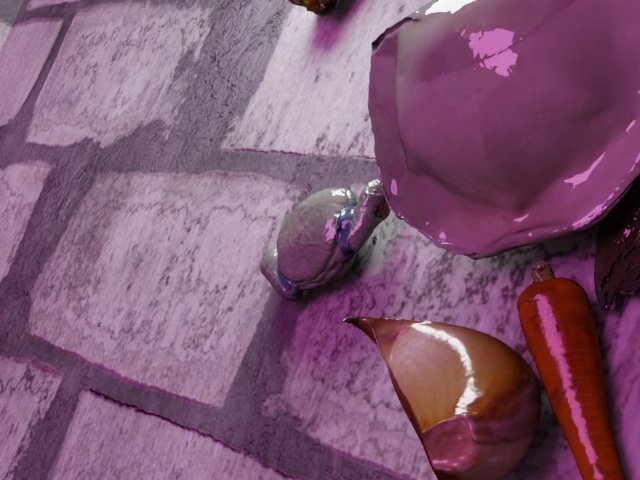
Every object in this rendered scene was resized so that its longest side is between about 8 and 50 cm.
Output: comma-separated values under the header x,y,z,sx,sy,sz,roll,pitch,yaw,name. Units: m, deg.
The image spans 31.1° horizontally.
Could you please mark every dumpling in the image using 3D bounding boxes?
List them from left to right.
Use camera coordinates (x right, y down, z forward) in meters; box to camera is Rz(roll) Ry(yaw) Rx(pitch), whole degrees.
x,y,z,sx,sy,sz,roll,pitch,yaw,name
0.185,-0.118,1.051,0.341,0.181,0.260,-6,80,19,dumpling

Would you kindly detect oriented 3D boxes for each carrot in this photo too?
x,y,z,sx,sy,sz,roll,pitch,yaw,name
0.213,0.131,0.933,0.061,0.061,0.257,-35,51,33,carrot

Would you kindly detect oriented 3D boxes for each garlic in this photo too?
x,y,z,sx,sy,sz,roll,pitch,yaw,name
0.116,0.142,0.996,0.207,0.128,0.115,-132,30,-58,garlic

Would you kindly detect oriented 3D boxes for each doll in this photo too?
x,y,z,sx,sy,sz,roll,pitch,yaw,name
0.000,0.000,1.276,0.214,0.071,0.104,-34,41,40,doll

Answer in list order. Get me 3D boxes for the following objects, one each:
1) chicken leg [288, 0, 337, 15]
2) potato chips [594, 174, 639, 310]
x,y,z,sx,sy,sz,roll,pitch,yaw,name
0.083,-0.441,1.438,0.211,0.140,0.361,-112,45,-73,chicken leg
0.290,-0.035,0.966,0.209,0.026,0.142,-55,37,10,potato chips
